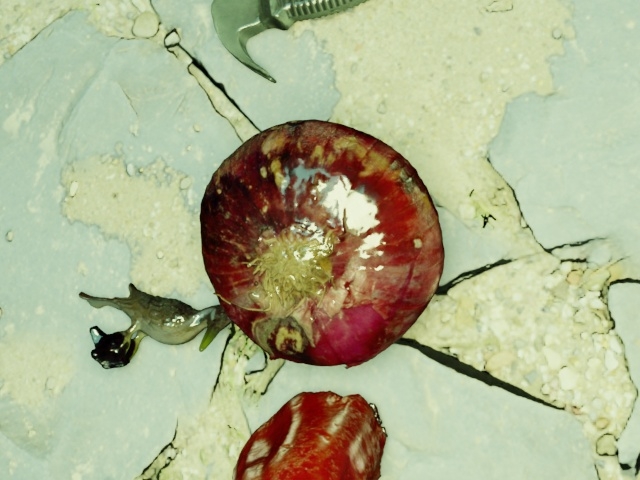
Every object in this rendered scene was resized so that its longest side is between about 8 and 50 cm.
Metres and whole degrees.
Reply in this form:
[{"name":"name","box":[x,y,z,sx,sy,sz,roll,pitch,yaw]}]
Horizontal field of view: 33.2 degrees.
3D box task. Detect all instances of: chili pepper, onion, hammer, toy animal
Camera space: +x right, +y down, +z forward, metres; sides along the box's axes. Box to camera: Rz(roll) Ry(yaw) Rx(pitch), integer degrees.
[{"name":"chili pepper","box":[-0.027,0.225,0.983,0.144,0.252,0.136,12,100,9]},{"name":"onion","box":[0.000,0.000,1.052,0.246,0.190,0.246,2,99,12]},{"name":"hammer","box":[-0.011,-0.273,1.192,0.226,0.041,0.159,-18,74,10]},{"name":"toy animal","box":[-0.169,0.085,1.143,0.202,0.070,0.105,-9,57,17]}]
